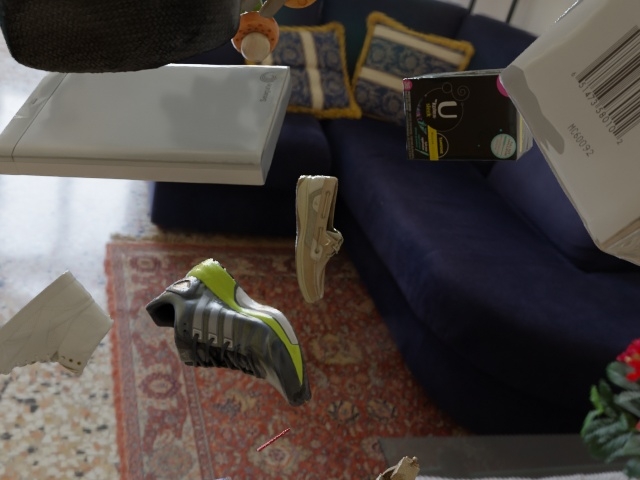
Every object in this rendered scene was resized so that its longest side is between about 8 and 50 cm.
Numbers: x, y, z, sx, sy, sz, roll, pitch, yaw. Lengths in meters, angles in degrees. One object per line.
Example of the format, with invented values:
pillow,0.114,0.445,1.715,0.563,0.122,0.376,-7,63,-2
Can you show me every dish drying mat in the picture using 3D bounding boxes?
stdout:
dish drying mat,-0.104,0.441,1.587,0.083,0.032,0.008,-29,80,-20

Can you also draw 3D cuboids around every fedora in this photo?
fedora,-0.197,-0.247,0.704,0.334,0.152,0.334,-6,19,2

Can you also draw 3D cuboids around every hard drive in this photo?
hard drive,-0.231,-0.167,0.977,0.353,0.047,0.233,3,44,7

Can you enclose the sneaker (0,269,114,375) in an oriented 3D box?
sneaker,-0.529,0.214,1.347,0.169,0.292,0.108,49,-11,-12

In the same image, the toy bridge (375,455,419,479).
toy bridge,0.073,0.324,0.910,0.026,0.188,0.063,37,36,6

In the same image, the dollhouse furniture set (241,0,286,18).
dollhouse furniture set,-0.178,-0.424,0.987,0.262,0.135,0.259,49,20,5

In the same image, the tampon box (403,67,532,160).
tampon box,0.214,-0.181,1.034,0.161,0.120,0.101,3,18,28

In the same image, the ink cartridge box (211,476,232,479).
ink cartridge box,-0.165,0.506,1.195,0.046,0.097,0.207,-8,78,-48

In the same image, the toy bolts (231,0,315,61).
toy bolts,-0.114,-0.486,1.425,0.218,0.228,0.158,-23,47,17

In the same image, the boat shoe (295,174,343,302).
boat shoe,0.000,0.000,1.669,0.098,0.302,0.109,2,10,11

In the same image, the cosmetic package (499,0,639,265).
cosmetic package,0.351,-0.068,0.616,0.366,0.155,0.196,18,42,-37

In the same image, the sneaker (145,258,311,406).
sneaker,-0.122,0.137,0.952,0.121,0.111,0.300,-31,39,-26
